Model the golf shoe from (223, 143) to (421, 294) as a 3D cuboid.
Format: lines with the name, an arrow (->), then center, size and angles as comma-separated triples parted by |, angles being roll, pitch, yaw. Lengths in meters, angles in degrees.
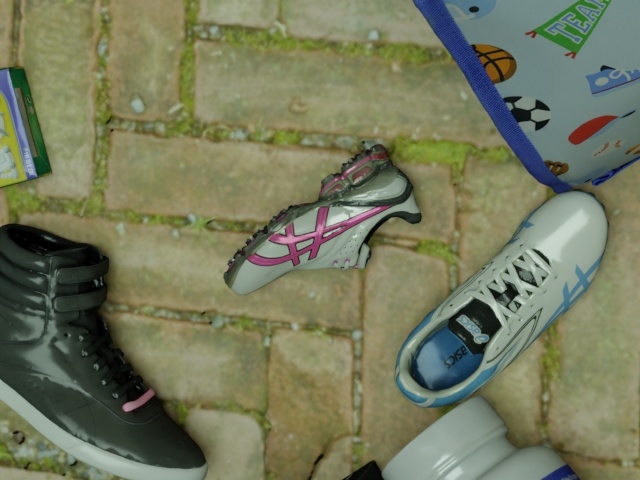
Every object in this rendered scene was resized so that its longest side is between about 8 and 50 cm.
golf shoe -> 0.000, 0.000, 1.601 | 0.186, 0.067, 0.086 | -36, 90, 14

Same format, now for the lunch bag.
lunch bag -> 0.252, -0.213, 1.399 | 0.328, 0.385, 0.239 | -25, 50, 15

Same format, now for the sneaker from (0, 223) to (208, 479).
sneaker -> -0.206, 0.094, 1.636 | 0.295, 0.104, 0.147 | 33, 108, 11

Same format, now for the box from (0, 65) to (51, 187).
box -> -0.345, -0.087, 1.677 | 0.179, 0.043, 0.105 | -14, 94, 15

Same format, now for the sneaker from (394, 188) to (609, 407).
sneaker -> 0.156, 0.055, 1.566 | 0.085, 0.086, 0.237 | 44, 102, 6

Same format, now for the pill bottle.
pill bottle -> 0.176, 0.269, 1.545 | 0.152, 0.152, 0.272 | -42, 75, 14

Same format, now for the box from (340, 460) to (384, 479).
box -> 0.011, 0.313, 1.533 | 0.143, 0.270, 0.165 | -35, 89, 14
